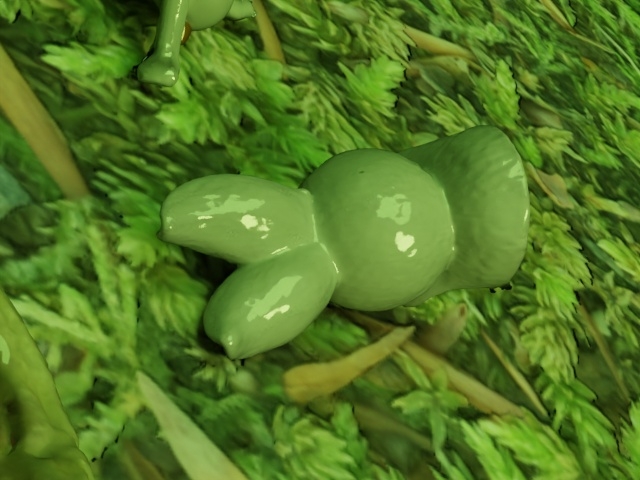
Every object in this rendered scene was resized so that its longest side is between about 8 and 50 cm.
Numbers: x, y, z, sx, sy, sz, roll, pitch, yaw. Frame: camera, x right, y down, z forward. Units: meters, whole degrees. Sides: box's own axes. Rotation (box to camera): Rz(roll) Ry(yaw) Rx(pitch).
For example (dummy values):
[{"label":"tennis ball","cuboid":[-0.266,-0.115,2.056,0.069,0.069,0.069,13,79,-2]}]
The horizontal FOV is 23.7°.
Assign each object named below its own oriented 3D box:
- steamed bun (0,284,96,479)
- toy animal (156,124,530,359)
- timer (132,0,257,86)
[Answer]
[{"label":"steamed bun","cuboid":[-0.143,0.152,0.487,0.247,0.189,0.428,0,53,-37]},{"label":"toy animal","cuboid":[0.003,0.001,0.896,0.220,0.131,0.104,-11,93,-23]},{"label":"timer","cuboid":[-0.075,-0.239,0.930,0.175,0.266,0.175,2,29,-1]}]
